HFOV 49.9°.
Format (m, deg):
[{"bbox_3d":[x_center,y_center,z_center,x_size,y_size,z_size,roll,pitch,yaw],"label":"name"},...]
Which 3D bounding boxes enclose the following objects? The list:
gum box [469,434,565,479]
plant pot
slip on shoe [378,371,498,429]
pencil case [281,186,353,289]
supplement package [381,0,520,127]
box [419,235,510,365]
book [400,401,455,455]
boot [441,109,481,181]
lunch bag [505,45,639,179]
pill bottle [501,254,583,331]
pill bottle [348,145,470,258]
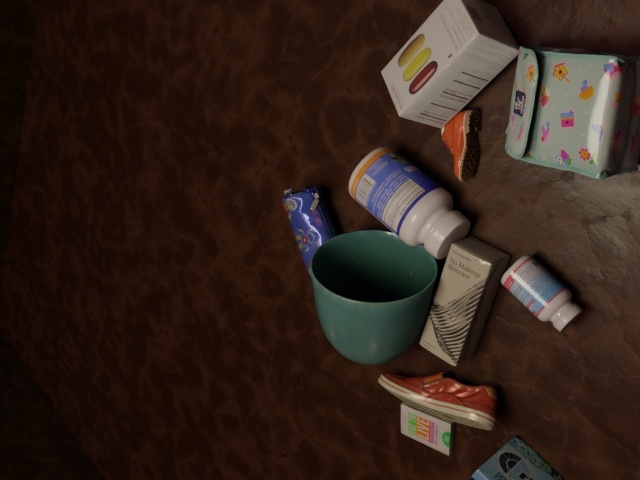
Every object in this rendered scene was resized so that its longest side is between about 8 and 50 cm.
[{"bbox_3d":[0.438,0.528,1.499,0.157,0.184,0.041,43,127,26],"label":"gum box"},{"bbox_3d":[0.122,0.151,1.635,0.293,0.293,0.235,26,131,35],"label":"plant pot"},{"bbox_3d":[0.284,0.367,1.664,0.331,0.123,0.101,5,64,45],"label":"slip on shoe"},{"bbox_3d":[0.000,0.000,1.808,0.133,0.119,0.306,-27,83,60],"label":"pencil case"},{"bbox_3d":[0.265,-0.372,1.436,0.244,0.134,0.139,-45,51,40],"label":"supplement package"},{"bbox_3d":[0.325,0.138,1.564,0.113,0.094,0.275,29,120,34],"label":"box"},{"bbox_3d":[0.272,0.474,1.747,0.144,0.035,0.096,15,115,38],"label":"book"},{"bbox_3d":[0.305,-0.209,1.522,0.085,0.059,0.157,9,99,44],"label":"boot"},{"bbox_3d":[0.463,-0.250,1.297,0.262,0.160,0.223,26,121,48],"label":"lunch bag"},{"bbox_3d":[0.463,0.111,1.435,0.160,0.087,0.087,47,128,24],"label":"pill bottle"},{"bbox_3d":[0.206,-0.083,1.577,0.272,0.152,0.152,42,126,26],"label":"pill bottle"}]
